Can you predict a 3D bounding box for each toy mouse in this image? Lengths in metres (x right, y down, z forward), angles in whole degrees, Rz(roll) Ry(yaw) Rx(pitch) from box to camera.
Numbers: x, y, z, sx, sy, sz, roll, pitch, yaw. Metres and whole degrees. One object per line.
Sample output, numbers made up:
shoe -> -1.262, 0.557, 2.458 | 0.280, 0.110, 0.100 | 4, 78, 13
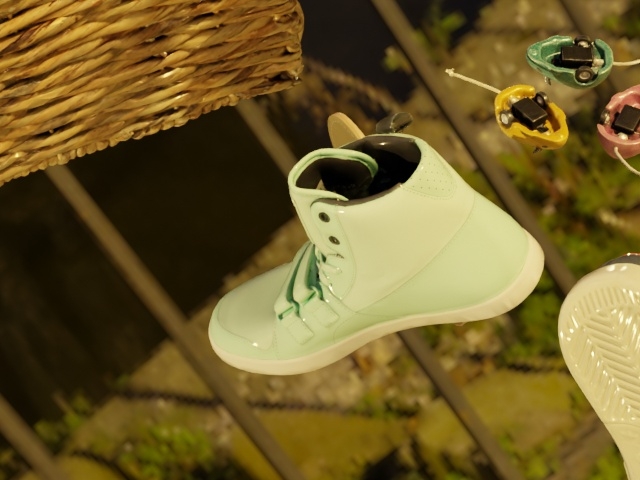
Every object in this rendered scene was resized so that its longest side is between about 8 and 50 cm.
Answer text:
toy mouse -> 0.194, -0.100, 1.408 | 0.143, 0.031, 0.161 | -33, 57, -27

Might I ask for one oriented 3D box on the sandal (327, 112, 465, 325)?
sandal -> 0.101, -0.037, 1.915 | 0.079, 0.240, 0.088 | -34, 4, -18

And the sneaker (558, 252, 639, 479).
sneaker -> 0.300, 0.168, 1.532 | 0.131, 0.350, 0.148 | -16, 8, 26

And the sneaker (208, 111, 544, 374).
sneaker -> 0.000, 0.000, 1.282 | 0.256, 0.151, 0.094 | -17, 42, 34

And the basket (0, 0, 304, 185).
basket -> -0.186, -0.203, 1.370 | 0.299, 0.213, 0.223 | -19, 56, -6
